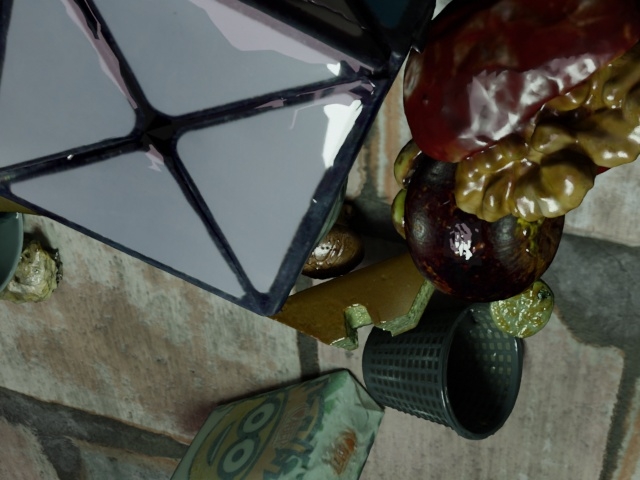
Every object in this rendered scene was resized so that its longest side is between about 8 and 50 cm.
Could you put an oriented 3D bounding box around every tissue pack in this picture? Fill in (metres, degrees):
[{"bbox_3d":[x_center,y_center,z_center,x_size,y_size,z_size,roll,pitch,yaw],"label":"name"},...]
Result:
[{"bbox_3d":[-0.076,0.333,1.655,0.310,0.228,0.128,-21,120,41],"label":"tissue pack"}]

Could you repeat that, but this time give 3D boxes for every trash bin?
[{"bbox_3d":[0.144,0.159,1.419,0.161,0.175,0.175,-2,132,42],"label":"trash bin"}]

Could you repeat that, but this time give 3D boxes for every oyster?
[{"bbox_3d":[-0.463,0.059,1.698,0.209,0.072,0.133,-6,127,35],"label":"oyster"}]

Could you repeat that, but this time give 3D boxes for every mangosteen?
[{"bbox_3d":[0.154,-0.037,1.202,0.217,0.192,0.192,22,146,43],"label":"mangosteen"}]

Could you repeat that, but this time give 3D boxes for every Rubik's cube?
[{"bbox_3d":[-0.082,-0.177,0.941,0.306,0.305,0.310,26,134,-2],"label":"Rubik's cube"}]

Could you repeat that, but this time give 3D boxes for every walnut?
[{"bbox_3d":[0.216,-0.141,0.994,0.221,0.244,0.269,33,138,-25],"label":"walnut"}]

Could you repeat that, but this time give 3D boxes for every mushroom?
[{"bbox_3d":[0.002,0.008,1.379,0.109,0.085,0.126,-23,168,1],"label":"mushroom"}]

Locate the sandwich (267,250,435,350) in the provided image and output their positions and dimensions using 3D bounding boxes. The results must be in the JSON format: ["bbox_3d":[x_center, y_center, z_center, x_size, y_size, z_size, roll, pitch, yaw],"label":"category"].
[{"bbox_3d":[0.053,0.078,1.345,0.244,0.088,0.090,-19,170,8],"label":"sandwich"}]

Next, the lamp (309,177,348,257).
[{"bbox_3d":[-0.080,-0.070,1.251,0.233,0.233,0.265,26,120,0],"label":"lamp"}]

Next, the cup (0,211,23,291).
[{"bbox_3d":[-0.608,-0.015,1.598,0.312,0.205,0.205,2,134,28],"label":"cup"}]

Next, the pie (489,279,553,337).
[{"bbox_3d":[0.247,0.083,1.367,0.085,0.017,0.085,-2,119,-3],"label":"pie"}]

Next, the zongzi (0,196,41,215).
[{"bbox_3d":[-0.361,-0.153,1.390,0.260,0.123,0.289,10,133,12],"label":"zongzi"}]
